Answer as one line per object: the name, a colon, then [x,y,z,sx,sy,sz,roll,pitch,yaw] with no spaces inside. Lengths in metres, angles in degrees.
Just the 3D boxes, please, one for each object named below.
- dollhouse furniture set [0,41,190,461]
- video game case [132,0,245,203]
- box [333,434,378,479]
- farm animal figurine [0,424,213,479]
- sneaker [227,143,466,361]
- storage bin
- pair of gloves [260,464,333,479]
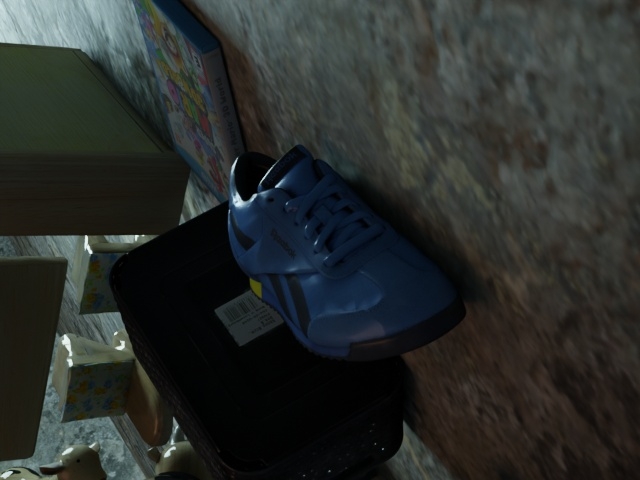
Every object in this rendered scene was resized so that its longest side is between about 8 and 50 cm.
dollhouse furniture set: [-0.274,0.053,1.112,0.256,0.362,0.394,45,128,49]
video game case: [-0.085,-0.094,0.853,0.119,0.015,0.166,48,160,40]
box: [0.009,0.149,0.959,0.083,0.018,0.067,61,165,5]
farm animal figurine: [-0.175,0.280,1.300,0.327,0.330,0.172,174,100,-76]
sneaker: [0.000,0.000,0.648,0.209,0.069,0.082,29,141,63]
storage bin: [-0.040,0.072,0.791,0.180,0.122,0.084,52,162,31]
pair of gloves: [-0.001,0.209,0.949,0.159,0.023,0.198,65,-168,23]
